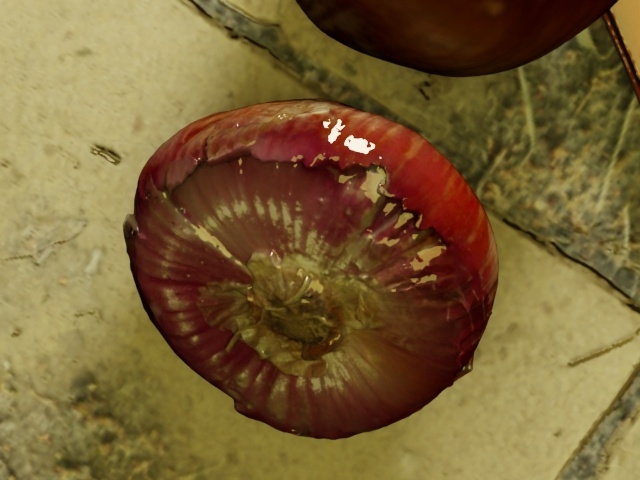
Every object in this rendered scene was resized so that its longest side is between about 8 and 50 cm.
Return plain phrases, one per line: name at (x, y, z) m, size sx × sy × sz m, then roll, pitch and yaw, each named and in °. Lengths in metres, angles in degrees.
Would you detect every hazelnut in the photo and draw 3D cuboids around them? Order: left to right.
hazelnut at (0.073, -0.187, 1.131) m, size 0.212 × 0.181 × 0.181 m, roll 35°, pitch 84°, yaw -24°

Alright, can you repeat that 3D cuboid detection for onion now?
onion at (0.000, 0.000, 1.173) m, size 0.230 × 0.163 × 0.230 m, roll 8°, pitch 128°, yaw 11°

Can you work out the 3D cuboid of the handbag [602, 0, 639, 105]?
handbag at (0.259, -0.100, 1.207) m, size 0.127 × 0.063 × 0.190 m, roll -24°, pitch 96°, yaw 1°
